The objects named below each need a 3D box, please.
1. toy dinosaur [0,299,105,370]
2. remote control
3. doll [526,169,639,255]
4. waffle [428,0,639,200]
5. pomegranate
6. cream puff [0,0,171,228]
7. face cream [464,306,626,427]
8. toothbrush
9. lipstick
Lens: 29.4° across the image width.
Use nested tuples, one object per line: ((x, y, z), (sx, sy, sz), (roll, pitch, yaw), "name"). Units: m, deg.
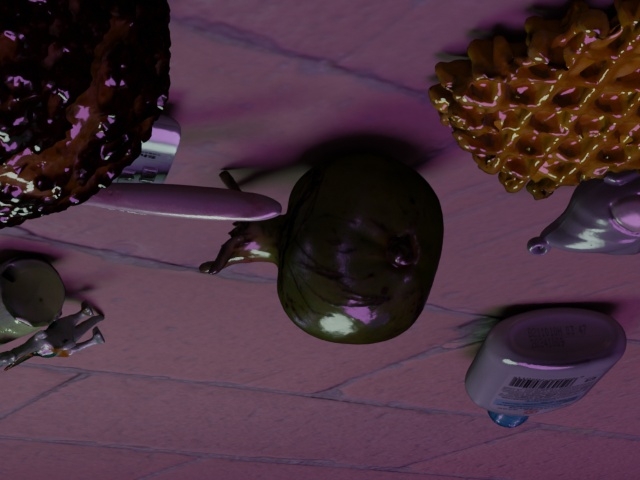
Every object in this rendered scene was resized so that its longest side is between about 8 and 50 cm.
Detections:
((-0.275, 0.105, 1.242), (0.106, 0.044, 0.187), (-29, -174, -6), "toy dinosaur")
((-0.148, -0.059, 0.940), (0.061, 0.029, 0.162), (11, 160, -13), "remote control")
((0.272, -0.037, 0.997), (0.228, 0.075, 0.102), (-24, 136, 21), "doll")
((0.196, -0.098, 0.859), (0.229, 0.051, 0.232), (-13, 156, 31), "waffle")
((0.000, 0.000, 0.976), (0.191, 0.152, 0.131), (15, 168, 12), "pomegranate")
((-0.196, -0.094, 0.654), (0.239, 0.164, 0.239), (-4, 161, -2), "cream puff")
((0.263, 0.167, 1.511), (0.163, 0.080, 0.336), (-3, 159, -2), "face cream")
((-0.178, -0.035, 0.935), (0.307, 0.025, 0.029), (5, 168, 12), "toothbrush")
((-0.369, 0.087, 1.231), (0.304, 0.076, 0.076), (-21, 153, 40), "lipstick")
